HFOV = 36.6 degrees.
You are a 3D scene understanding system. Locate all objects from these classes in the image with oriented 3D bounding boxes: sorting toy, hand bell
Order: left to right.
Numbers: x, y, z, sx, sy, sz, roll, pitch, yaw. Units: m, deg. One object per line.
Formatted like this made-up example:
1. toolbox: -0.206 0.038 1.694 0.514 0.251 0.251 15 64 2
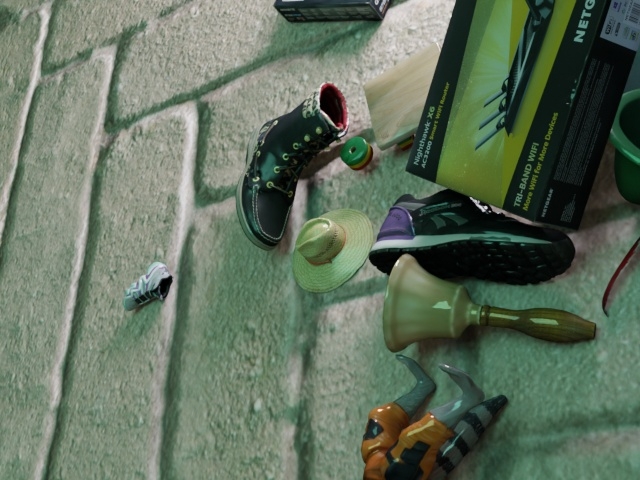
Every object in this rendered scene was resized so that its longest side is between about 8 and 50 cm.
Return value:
1. sorting toy: 0.147 -0.209 1.430 0.274 0.046 0.132 -28 51 23
2. hand bell: 0.209 0.094 1.175 0.241 0.126 0.126 8 69 23

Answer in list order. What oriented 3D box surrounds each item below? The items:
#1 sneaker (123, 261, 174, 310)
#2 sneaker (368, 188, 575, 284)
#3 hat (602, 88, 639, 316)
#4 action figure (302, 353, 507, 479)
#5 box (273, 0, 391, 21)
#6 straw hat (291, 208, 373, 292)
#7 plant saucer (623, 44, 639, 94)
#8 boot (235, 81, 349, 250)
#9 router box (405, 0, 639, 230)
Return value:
1. sneaker: -0.280 0.087 1.590 0.098 0.038 0.069 -52 45 1
2. sneaker: 0.194 -0.022 1.247 0.283 0.107 0.124 1 59 38
3. hat: 0.394 -0.058 1.167 0.208 0.184 0.173 -17 48 -23
4. action figure: 0.102 0.303 1.080 0.341 0.178 0.330 5 71 66
5. box: 0.042 -0.461 1.657 0.220 0.051 0.175 11 72 41
6. straw hat: 0.000 0.000 1.410 0.144 0.061 0.145 -18 55 28
7. plant saucer: 0.332 -0.227 1.252 0.194 0.037 0.195 2 99 10
8. boot: -0.041 -0.117 1.468 0.178 0.085 0.237 -31 43 41
9. router box: 0.243 -0.194 1.155 0.243 0.081 0.309 28 105 53
